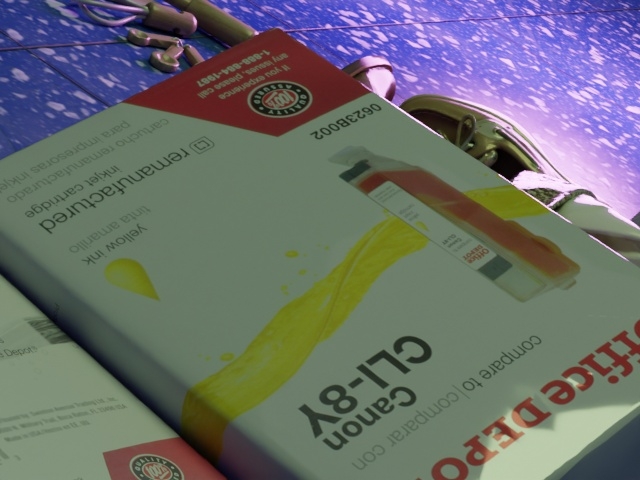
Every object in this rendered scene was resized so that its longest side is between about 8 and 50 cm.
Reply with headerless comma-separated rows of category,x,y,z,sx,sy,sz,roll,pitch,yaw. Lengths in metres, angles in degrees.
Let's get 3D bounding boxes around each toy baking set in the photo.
toy baking set,-0.157,-0.228,1.887,0.256,0.030,0.197,34,23,21

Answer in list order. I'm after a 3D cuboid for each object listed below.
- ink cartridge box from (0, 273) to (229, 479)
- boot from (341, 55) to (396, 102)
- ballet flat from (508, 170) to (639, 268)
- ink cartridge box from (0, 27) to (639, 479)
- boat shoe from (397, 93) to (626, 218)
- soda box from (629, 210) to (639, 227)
ink cartridge box,-0.205,0.113,0.924,0.283,0.117,0.207,38,25,27
boot,0.020,-0.096,1.713,0.115,0.112,0.305,46,25,2
ballet flat,0.170,0.047,1.414,0.182,0.164,0.483,-5,11,27
ink cartridge box,0.006,0.066,1.071,0.385,0.160,0.279,36,48,29
boat shoe,0.181,-0.050,1.752,0.285,0.104,0.089,33,20,15
soda box,0.371,0.052,1.571,0.098,0.091,0.286,47,-2,42
